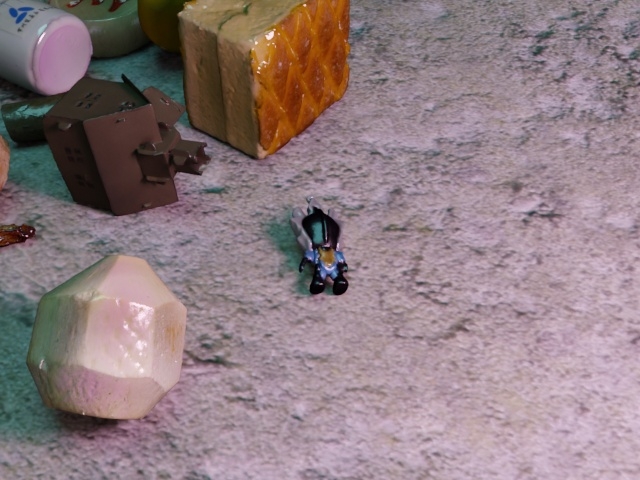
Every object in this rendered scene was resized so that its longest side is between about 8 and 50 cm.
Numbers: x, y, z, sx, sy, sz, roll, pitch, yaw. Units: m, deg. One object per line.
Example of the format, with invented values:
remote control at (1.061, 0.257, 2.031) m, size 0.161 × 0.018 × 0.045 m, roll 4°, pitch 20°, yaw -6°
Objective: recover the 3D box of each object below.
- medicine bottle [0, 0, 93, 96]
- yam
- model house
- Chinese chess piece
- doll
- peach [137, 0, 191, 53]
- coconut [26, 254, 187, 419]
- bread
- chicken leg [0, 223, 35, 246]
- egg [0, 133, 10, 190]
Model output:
medicine bottle at (-0.607, -0.402, 1.941) m, size 0.292 × 0.170 × 0.170 m, roll 23°, pitch 50°, yaw 25°
yam at (-0.516, -0.226, 1.827) m, size 0.127 × 0.084 × 0.084 m, roll -14°, pitch 46°, yaw -7°
model house at (-0.292, -0.168, 1.660) m, size 0.243 × 0.211 × 0.204 m, roll 10°, pitch 48°, yaw 19°
Chinese chess piece at (-0.450, -0.485, 2.067) m, size 0.249 × 0.103 × 0.250 m, roll -2°, pitch 47°, yaw 2°
doll at (0.000, 0.000, 1.586) m, size 0.095 × 0.070 × 0.195 m, roll 3°, pitch 50°, yaw -17°
peach at (-0.273, -0.493, 1.958) m, size 0.153 × 0.251 × 0.251 m, roll 15°, pitch 47°, yaw 26°
coconut at (-0.299, 0.129, 1.369) m, size 0.197 × 0.237 × 0.237 m, roll 12°, pitch 36°, yaw -32°
bread at (-0.096, -0.341, 1.790) m, size 0.207 × 0.279 × 0.279 m, roll 29°, pitch 51°, yaw 25°
chicken leg at (-0.545, -0.009, 1.637) m, size 0.144 × 0.038 × 0.062 m, roll -8°, pitch 23°, yaw -7°
egg at (-0.629, -0.116, 1.639) m, size 0.233 × 0.195 × 0.195 m, roll -40°, pitch 55°, yaw -15°
